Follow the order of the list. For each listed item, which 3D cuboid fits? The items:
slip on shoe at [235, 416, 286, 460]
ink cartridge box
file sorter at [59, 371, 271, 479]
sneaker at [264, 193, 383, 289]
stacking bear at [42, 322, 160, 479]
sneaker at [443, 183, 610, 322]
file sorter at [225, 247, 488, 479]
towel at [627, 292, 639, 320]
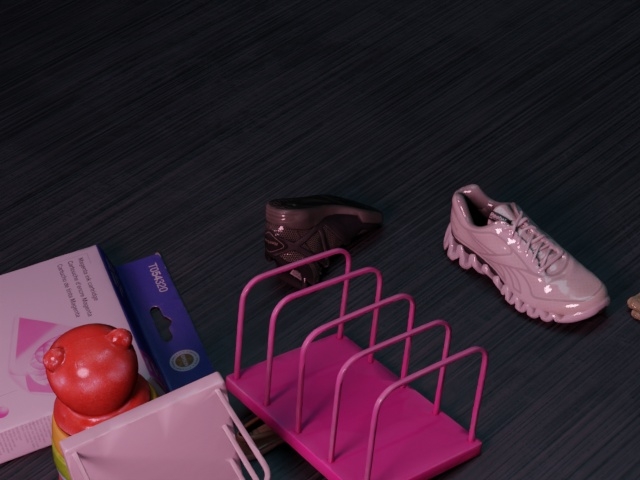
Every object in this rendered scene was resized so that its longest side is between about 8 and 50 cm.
[{"bbox_3d":[-0.056,0.241,1.789,0.135,0.041,0.051,-26,43,-21],"label":"slip on shoe"},{"bbox_3d":[-0.350,0.139,1.940,0.330,0.071,0.324,-20,41,-12],"label":"ink cartridge box"},{"bbox_3d":[-0.150,0.330,1.523,0.193,0.277,0.173,-22,46,-17],"label":"file sorter"},{"bbox_3d":[0.000,0.000,2.045,0.087,0.130,0.227,23,21,38],"label":"sneaker"},{"bbox_3d":[-0.261,0.220,1.655,0.175,0.289,0.164,-14,40,-7],"label":"stacking bear"},{"bbox_3d":[0.290,0.018,1.941,0.110,0.118,0.292,-33,47,-29],"label":"sneaker"},{"bbox_3d":[0.047,0.160,1.726,0.202,0.182,0.291,-19,39,-35],"label":"file sorter"},{"bbox_3d":[0.514,0.097,1.878,0.110,0.027,0.148,-34,46,-26],"label":"towel"}]
